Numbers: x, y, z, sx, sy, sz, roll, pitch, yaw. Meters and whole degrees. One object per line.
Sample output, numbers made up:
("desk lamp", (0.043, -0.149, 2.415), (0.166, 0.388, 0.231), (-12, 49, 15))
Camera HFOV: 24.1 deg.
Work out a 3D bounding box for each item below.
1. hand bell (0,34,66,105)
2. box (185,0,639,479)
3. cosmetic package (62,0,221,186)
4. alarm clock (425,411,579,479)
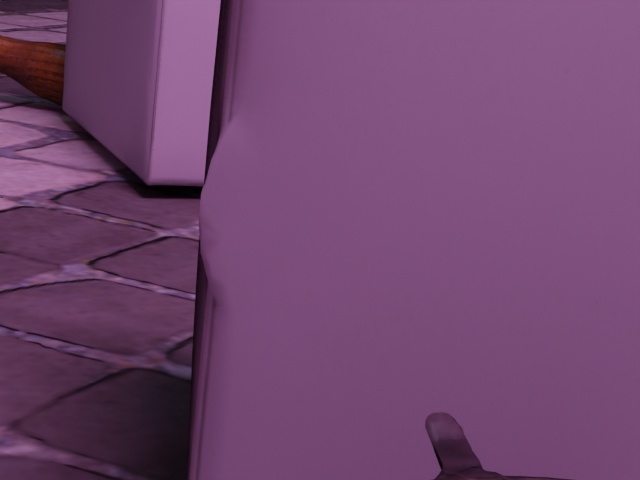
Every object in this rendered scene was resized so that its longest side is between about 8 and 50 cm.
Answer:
("hand bell", (-0.230, -0.127, 0.978), (0.242, 0.126, 0.126), (20, 15, 2))
("box", (0.059, -0.013, 0.400), (0.182, 0.181, 0.119), (5, 14, -5))
("cosmetic package", (-0.018, -0.114, 0.872), (0.225, 0.138, 0.224), (2, 14, -21))
("alarm clock", (0.053, 0.090, 0.240), (0.129, 0.064, 0.192), (0, 18, -22))
